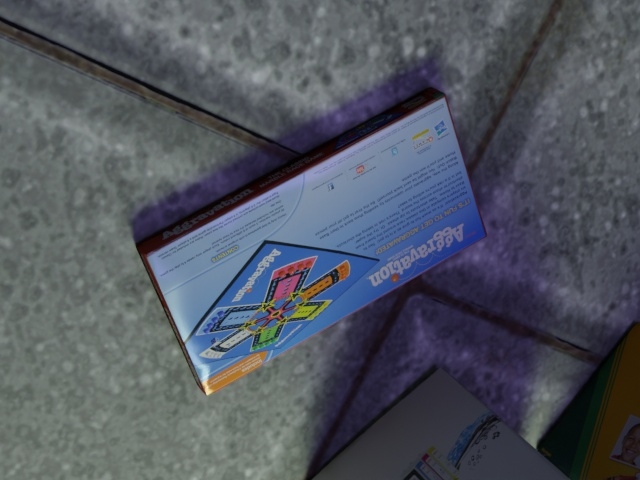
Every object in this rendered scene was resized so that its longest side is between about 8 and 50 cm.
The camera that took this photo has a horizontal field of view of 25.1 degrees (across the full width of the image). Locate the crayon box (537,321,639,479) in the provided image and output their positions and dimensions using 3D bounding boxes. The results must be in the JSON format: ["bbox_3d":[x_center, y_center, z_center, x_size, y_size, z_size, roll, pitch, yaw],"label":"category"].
[{"bbox_3d":[0.344,0.207,1.298,0.081,0.278,0.165,39,89,-35],"label":"crayon box"}]

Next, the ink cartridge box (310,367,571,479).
[{"bbox_3d":[0.134,0.262,1.235,0.168,0.233,0.171,-39,124,-7],"label":"ink cartridge box"}]

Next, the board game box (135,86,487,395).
[{"bbox_3d":[0.000,0.000,1.177,0.281,0.027,0.145,-29,120,-16],"label":"board game box"}]
